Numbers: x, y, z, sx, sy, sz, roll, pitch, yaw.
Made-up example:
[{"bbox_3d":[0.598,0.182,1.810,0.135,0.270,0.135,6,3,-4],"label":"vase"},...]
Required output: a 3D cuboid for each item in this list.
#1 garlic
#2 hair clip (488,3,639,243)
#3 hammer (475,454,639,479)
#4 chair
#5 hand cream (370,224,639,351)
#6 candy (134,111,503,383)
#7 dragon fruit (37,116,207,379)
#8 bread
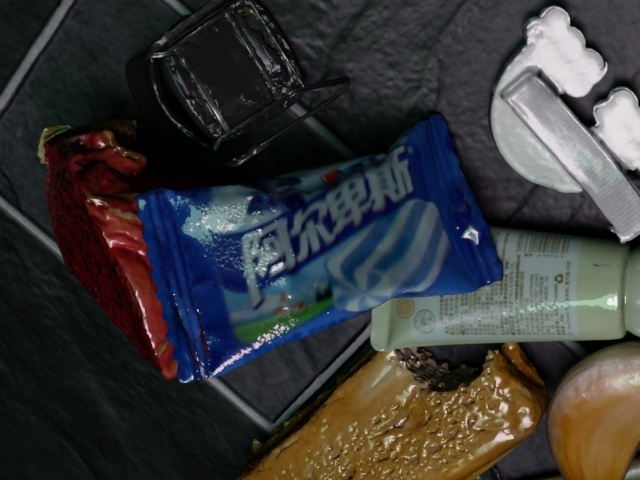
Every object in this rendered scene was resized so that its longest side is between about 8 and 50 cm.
[{"bbox_3d":[0.289,0.154,1.205,0.115,0.128,0.207,22,133,-14],"label":"garlic"},{"bbox_3d":[0.238,-0.100,1.164,0.220,0.054,0.140,48,123,-4],"label":"hair clip"},{"bbox_3d":[0.327,0.247,1.297,0.365,0.043,0.111,-18,106,23],"label":"hammer"},{"bbox_3d":[-0.094,-0.162,1.215,0.145,0.221,0.140,-36,102,-15],"label":"chair"},{"bbox_3d":[0.198,0.045,1.214,0.305,0.093,0.147,2,87,18],"label":"hand cream"},{"bbox_3d":[0.000,0.000,1.152,0.331,0.077,0.187,-16,82,-15],"label":"candy"},{"bbox_3d":[-0.171,-0.029,1.231,0.152,0.317,0.205,-25,121,-18],"label":"dragon fruit"},{"bbox_3d":[0.066,0.217,1.330,0.380,0.109,0.185,-42,75,26],"label":"bread"}]
